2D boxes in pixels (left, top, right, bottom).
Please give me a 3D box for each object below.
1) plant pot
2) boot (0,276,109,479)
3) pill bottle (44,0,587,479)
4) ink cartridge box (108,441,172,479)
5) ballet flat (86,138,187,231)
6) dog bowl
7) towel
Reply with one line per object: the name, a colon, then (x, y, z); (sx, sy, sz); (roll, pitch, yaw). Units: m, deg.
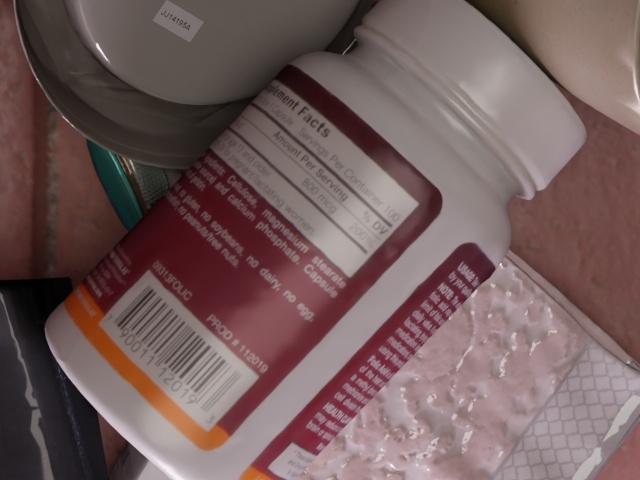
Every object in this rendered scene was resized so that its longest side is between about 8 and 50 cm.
plant pot: (0.203, -0.221, 1.248); (0.256, 0.274, 0.257); (-22, 125, -37)
boot: (-0.331, 0.269, 1.415); (0.367, 0.146, 0.445); (-12, 98, 16)
pill bottle: (0.000, 0.000, 1.287); (0.392, 0.224, 0.224); (-46, 105, -1)
ink cartridge box: (-0.129, 0.184, 1.458); (0.056, 0.099, 0.135); (29, 98, -15)
ballet flat: (-0.130, -0.009, 1.435); (0.079, 0.077, 0.222); (-25, 111, -21)
dog bowl: (-0.083, -0.231, 1.310); (0.348, 0.102, 0.349); (-14, 125, -20)
towel: (0.103, 0.172, 1.469); (0.317, 0.053, 0.332); (37, 89, -26)
